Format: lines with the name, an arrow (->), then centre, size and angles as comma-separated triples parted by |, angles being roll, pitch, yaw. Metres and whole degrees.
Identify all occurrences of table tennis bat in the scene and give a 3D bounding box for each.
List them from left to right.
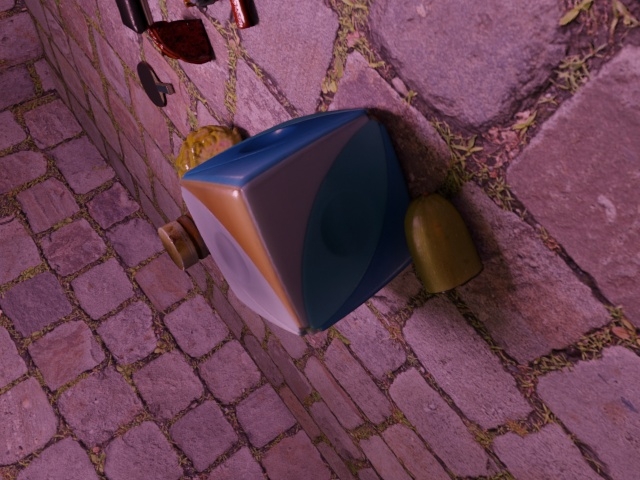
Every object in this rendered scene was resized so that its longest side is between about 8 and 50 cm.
table tennis bat -> -0.600, -0.562, 1.913 | 0.301, 0.022, 0.173 | 26, 141, 50

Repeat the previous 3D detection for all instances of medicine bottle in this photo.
medicine bottle -> -0.334, -0.050, 1.672 | 0.151, 0.322, 0.151 | 42, 152, 30

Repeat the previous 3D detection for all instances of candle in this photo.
candle -> -0.188, -0.543, 1.151 | 0.053, 0.048, 0.162 | -127, 18, -53

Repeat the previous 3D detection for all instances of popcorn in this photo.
popcorn -> -0.297, -0.213, 1.562 | 0.259, 0.259, 0.212 | 58, 170, -1

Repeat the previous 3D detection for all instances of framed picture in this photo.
framed picture -> -0.614, -0.771, 1.690 | 0.260, 0.023, 0.189 | 37, 148, 37

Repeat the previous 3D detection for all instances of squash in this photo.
squash -> 0.215, -0.003, 0.972 | 0.123, 0.123, 0.187 | 4, 124, 60

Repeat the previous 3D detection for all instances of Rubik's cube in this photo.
Rubik's cube -> -0.042, -0.052, 1.106 | 0.352, 0.351, 0.347 | 12, 130, 54

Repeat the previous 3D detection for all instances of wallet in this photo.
wallet -> -0.619, -0.769, 1.629 | 0.149, 0.044, 0.250 | 39, 152, 39

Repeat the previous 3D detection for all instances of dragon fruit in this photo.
dragon fruit -> -0.390, -0.531, 1.419 | 0.120, 0.161, 0.127 | 18, 124, 51

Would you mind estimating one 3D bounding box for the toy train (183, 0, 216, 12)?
toy train -> -0.276, -0.621, 1.180 | 0.127, 0.089, 0.219 | 58, 158, 24
